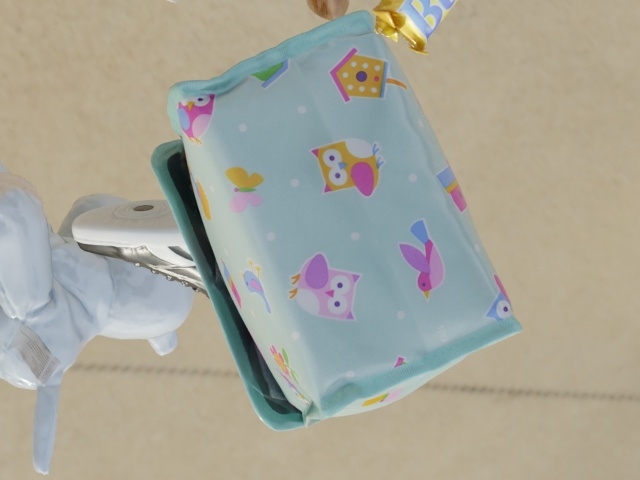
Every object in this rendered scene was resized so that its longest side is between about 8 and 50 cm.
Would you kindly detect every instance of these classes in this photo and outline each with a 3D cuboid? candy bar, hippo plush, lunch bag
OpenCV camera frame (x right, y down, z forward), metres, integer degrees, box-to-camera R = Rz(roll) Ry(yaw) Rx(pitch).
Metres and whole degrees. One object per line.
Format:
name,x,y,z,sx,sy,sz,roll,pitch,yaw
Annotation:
candy bar,0.083,-0.158,0.887,0.040,0.018,0.161,34,98,-35
hippo plush,-0.233,0.021,1.783,0.236,0.294,0.234,-16,129,-33
lunch bag,0.000,0.000,1.176,0.160,0.223,0.262,-23,176,-9

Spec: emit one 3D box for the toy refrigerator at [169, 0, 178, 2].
toy refrigerator,-0.122,-0.336,1.500,0.102,0.094,0.269,2,108,-77

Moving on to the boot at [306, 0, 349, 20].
boot,0.033,-0.354,1.507,0.096,0.264,0.280,8,159,14

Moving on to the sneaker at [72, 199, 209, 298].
sneaker,-0.103,0.033,1.583,0.217,0.079,0.121,0,111,6
